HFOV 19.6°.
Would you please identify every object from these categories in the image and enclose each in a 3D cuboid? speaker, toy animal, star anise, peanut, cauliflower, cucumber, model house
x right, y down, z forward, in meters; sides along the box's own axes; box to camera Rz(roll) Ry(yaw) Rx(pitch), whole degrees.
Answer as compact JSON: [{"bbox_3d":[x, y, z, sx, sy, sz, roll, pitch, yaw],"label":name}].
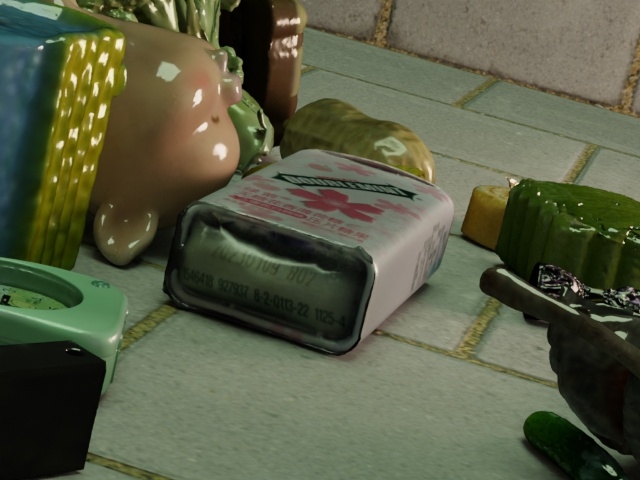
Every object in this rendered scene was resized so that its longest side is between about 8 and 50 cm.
[{"bbox_3d":[-0.232,0.108,1.139,0.044,0.082,0.218,25,18,38],"label":"speaker"},{"bbox_3d":[-0.235,-0.116,1.793,0.326,0.269,0.237,-17,11,6],"label":"toy animal"},{"bbox_3d":[0.264,0.131,1.426,0.359,0.139,0.316,29,-7,2],"label":"star anise"},{"bbox_3d":[0.041,-0.095,2.179,0.136,0.120,0.298,36,-2,-33],"label":"peanut"},{"bbox_3d":[-0.182,-0.192,2.052,0.281,0.327,0.260,48,10,-13],"label":"cauliflower"},{"bbox_3d":[0.200,0.166,1.446,0.037,0.037,0.155,7,15,-28],"label":"cucumber"},{"bbox_3d":[-0.299,-0.091,1.550,0.303,0.237,0.215,2,18,-43],"label":"model house"}]

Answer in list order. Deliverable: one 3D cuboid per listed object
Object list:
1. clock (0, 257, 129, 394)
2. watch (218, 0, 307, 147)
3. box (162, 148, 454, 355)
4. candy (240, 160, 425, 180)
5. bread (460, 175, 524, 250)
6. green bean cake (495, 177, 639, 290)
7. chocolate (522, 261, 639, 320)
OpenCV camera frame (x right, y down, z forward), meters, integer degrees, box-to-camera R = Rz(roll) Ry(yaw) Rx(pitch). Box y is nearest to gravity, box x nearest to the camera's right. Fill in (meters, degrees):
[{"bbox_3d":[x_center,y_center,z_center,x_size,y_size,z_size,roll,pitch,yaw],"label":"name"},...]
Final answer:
[{"bbox_3d":[-0.239,0.057,1.387,0.188,0.060,0.148,13,14,-3],"label":"clock"},{"bbox_3d":[-0.221,-0.263,2.347,0.327,0.314,0.335,-5,31,-21],"label":"watch"},{"bbox_3d":[0.000,0.000,1.761,0.190,0.112,0.369,16,13,11],"label":"box"},{"bbox_3d":[0.010,-0.043,1.997,0.199,0.094,0.106,8,13,9],"label":"candy"},{"bbox_3d":[0.248,-0.023,2.185,0.149,0.073,0.122,4,18,-35],"label":"bread"},{"bbox_3d":[0.306,0.012,2.016,0.200,0.113,0.214,10,15,-19],"label":"green bean cake"},{"bbox_3d":[0.280,0.071,1.886,0.147,0.072,0.070,21,-28,-4],"label":"chocolate"}]
